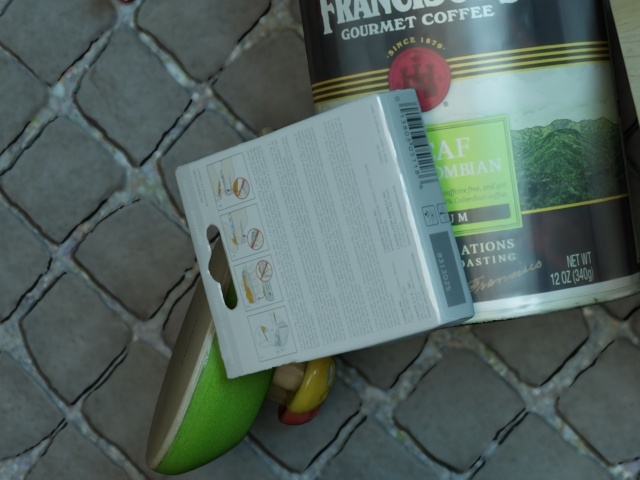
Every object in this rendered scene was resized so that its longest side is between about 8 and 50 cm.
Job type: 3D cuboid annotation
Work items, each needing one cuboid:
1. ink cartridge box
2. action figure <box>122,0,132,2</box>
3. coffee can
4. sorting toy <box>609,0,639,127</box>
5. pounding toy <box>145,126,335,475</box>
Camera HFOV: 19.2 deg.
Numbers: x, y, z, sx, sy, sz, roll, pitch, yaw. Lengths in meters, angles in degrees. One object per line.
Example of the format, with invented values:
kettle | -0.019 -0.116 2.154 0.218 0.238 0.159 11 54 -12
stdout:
ink cartridge box | 0.000 0.000 1.166 0.179 0.045 0.145 -17 86 42
action figure | -0.050 -0.268 1.299 0.280 0.139 0.091 -30 86 14
coffee can | 0.095 -0.091 1.231 0.201 0.201 0.275 -8 92 17
sorting toy | 0.314 -0.093 1.105 0.257 0.089 0.255 -14 48 11
pounding toy | -0.031 0.065 1.307 0.110 0.183 0.237 20 109 -9
